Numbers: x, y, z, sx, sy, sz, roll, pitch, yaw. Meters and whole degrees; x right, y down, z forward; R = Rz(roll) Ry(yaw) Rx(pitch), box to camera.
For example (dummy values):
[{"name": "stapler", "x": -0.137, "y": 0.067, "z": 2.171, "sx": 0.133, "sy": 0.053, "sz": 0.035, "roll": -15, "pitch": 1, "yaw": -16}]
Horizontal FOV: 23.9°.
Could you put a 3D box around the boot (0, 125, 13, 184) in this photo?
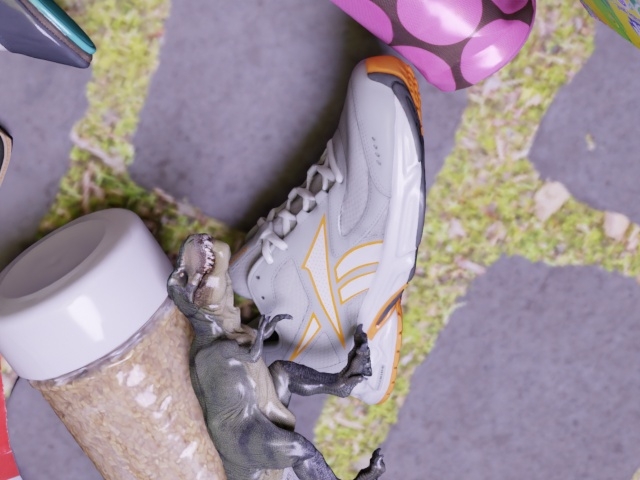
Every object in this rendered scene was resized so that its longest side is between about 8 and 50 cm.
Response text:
[{"name": "boot", "x": -0.264, "y": 0.015, "z": 0.926, "sx": 0.077, "sy": 0.137, "sz": 0.198, "roll": 39, "pitch": 101, "yaw": -21}]

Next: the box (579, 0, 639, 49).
[{"name": "box", "x": 0.262, "y": -0.235, "z": 0.827, "sx": 0.279, "sy": 0.290, "sz": 0.177, "roll": -36, "pitch": 113, "yaw": 5}]

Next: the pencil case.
[{"name": "pencil case", "x": 0.033, "y": -0.182, "z": 0.922, "sx": 0.209, "sy": 0.098, "sz": 0.095, "roll": 38, "pitch": 146, "yaw": -21}]

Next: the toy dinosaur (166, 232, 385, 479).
[{"name": "toy dinosaur", "x": -0.022, "y": 0.116, "z": 0.937, "sx": 0.118, "sy": 0.064, "sz": 0.268, "roll": -8, "pitch": 102, "yaw": 0}]

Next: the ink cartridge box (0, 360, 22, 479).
[{"name": "ink cartridge box", "x": -0.273, "y": 0.206, "z": 1.009, "sx": 0.181, "sy": 0.056, "sz": 0.225, "roll": -16, "pitch": 118, "yaw": -33}]

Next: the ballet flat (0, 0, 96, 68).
[{"name": "ballet flat", "x": -0.223, "y": -0.165, "z": 0.897, "sx": 0.074, "sy": 0.074, "sz": 0.203, "roll": -40, "pitch": 106, "yaw": 8}]

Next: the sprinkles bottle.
[{"name": "sprinkles bottle", "x": -0.082, "y": 0.150, "z": 1.019, "sx": 0.121, "sy": 0.121, "sz": 0.355, "roll": -30, "pitch": 114, "yaw": 4}]

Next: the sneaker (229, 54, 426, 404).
[{"name": "sneaker", "x": 0.000, "y": 0.000, "z": 0.966, "sx": 0.121, "sy": 0.099, "sz": 0.262, "roll": 6, "pitch": 126, "yaw": -2}]
